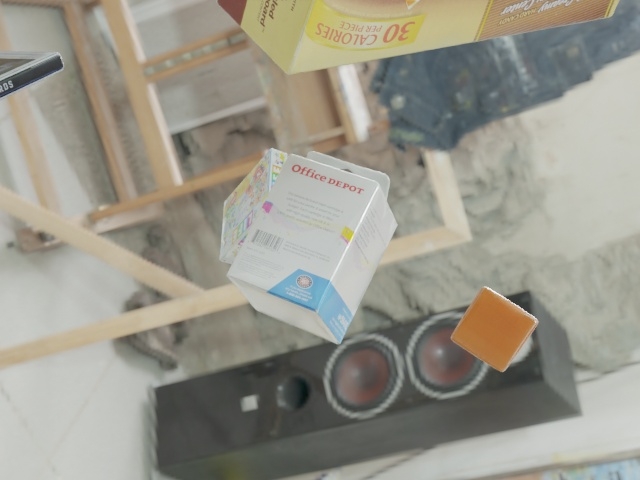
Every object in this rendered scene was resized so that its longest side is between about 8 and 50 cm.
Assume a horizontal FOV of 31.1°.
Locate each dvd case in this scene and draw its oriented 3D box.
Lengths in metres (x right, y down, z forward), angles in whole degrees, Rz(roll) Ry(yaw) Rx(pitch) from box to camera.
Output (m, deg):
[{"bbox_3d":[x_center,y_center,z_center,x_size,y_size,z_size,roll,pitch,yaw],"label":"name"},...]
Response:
[{"bbox_3d":[-0.468,-0.185,1.445,0.239,0.179,0.029,-34,120,-37],"label":"dvd case"}]

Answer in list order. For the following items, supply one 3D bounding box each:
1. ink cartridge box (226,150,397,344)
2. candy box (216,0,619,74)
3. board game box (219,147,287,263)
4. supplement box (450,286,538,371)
[{"bbox_3d":[0.000,0.000,1.006,0.143,0.092,0.090,-62,156,-15],"label":"ink cartridge box"},{"bbox_3d":[0.101,-0.220,0.723,0.316,0.183,0.087,-17,53,-38],"label":"candy box"},{"bbox_3d":[-0.095,-0.046,1.616,0.026,0.154,0.103,18,53,-24],"label":"board game box"},{"bbox_3d":[0.210,0.111,1.410,0.078,0.080,0.233,33,1,10],"label":"supplement box"}]
